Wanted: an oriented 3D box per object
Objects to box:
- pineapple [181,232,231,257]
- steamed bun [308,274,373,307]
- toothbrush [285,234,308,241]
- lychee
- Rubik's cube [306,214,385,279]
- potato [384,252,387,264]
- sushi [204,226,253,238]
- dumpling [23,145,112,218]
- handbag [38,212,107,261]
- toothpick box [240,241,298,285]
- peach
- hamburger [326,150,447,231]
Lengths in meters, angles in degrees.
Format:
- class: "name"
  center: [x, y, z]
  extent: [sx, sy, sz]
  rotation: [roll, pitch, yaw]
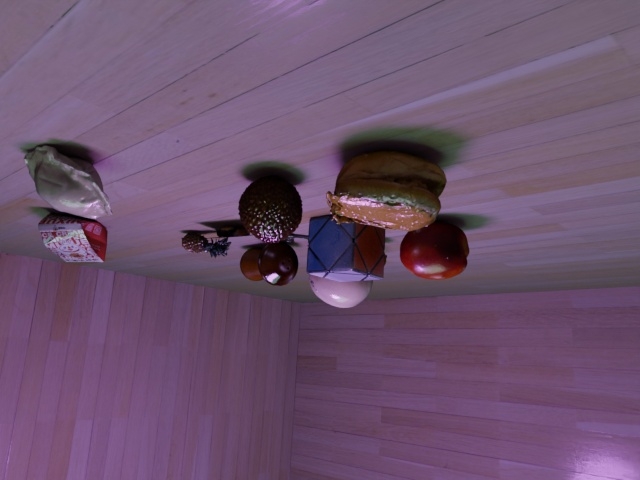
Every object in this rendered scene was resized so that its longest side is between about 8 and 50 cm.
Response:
- class: "pineapple"
  center: [-0.474, 0.014, 2.193]
  extent: [0.221, 0.083, 0.103]
  rotation: [11, -157, 20]
- class: "steamed bun"
  center: [0.095, 0.134, 2.265]
  extent: [0.282, 0.283, 0.177]
  rotation: [7, 132, -17]
- class: "toothbrush"
  center: [0.000, 0.000, 2.177]
  extent: [0.297, 0.031, 0.030]
  rotation: [5, -167, -13]
- class: "lychee"
  center: [-0.138, -0.092, 1.493]
  extent: [0.194, 0.195, 0.194]
  rotation: [3, 167, 1]
- class: "Rubik's cube"
  center: [0.091, 0.029, 1.887]
  extent: [0.205, 0.205, 0.207]
  rotation: [-6, 165, 37]
- class: "potato"
  center: [0.119, 0.063, 2.113]
  extent: [0.300, 0.173, 0.140]
  rotation: [6, 141, -21]
- class: "sushi"
  center: [-0.340, -0.035, 2.073]
  extent: [0.210, 0.040, 0.192]
  rotation: [-3, -177, 28]
- class: "dumpling"
  center: [-0.654, -0.154, 1.418]
  extent: [0.258, 0.147, 0.193]
  rotation: [43, 140, -21]
- class: "handbag"
  center: [-0.951, -0.023, 2.086]
  extent: [0.171, 0.151, 0.298]
  rotation: [0, 160, -5]
- class: "toothpick box"
  center: [-0.226, 0.103, 2.348]
  extent: [0.192, 0.192, 0.294]
  rotation: [12, 170, -34]
- class: "peach"
  center: [0.391, 0.034, 1.849]
  extent: [0.243, 0.200, 0.243]
  rotation: [2, 180, 0]
- class: "hamburger"
  center: [0.157, -0.119, 1.327]
  extent: [0.318, 0.158, 0.318]
  rotation: [3, 168, 1]
